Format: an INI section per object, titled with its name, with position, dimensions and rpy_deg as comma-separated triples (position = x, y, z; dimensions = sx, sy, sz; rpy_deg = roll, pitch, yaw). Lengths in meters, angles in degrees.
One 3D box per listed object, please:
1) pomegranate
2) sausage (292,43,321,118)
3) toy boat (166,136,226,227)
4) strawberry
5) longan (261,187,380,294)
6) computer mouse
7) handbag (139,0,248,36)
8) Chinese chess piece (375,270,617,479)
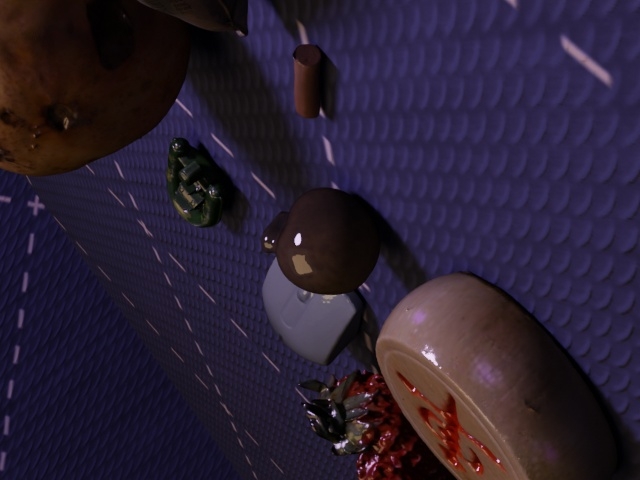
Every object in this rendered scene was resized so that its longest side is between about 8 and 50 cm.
[pomegranate]
position = -0.271, -0.203, 1.601
dimensions = 0.281, 0.281, 0.281
rpy_deg = 48, 166, 17
[sausage]
position = -0.011, -0.140, 1.412
dimensions = 0.026, 0.026, 0.116
rpy_deg = 48, 166, 16
[toy boat]
position = -0.161, -0.068, 2.015
dimensions = 0.104, 0.052, 0.210
rpy_deg = 49, 165, 4
[strawberry]
position = 0.096, 0.244, 1.877
dimensions = 0.286, 0.106, 0.188
rpy_deg = 46, -165, -33
[longan]
position = 0.000, 0.000, 1.548
dimensions = 0.119, 0.106, 0.106
rpy_deg = 9, 147, 21
[computer mouse]
position = -0.014, 0.079, 1.869
dimensions = 0.128, 0.079, 0.231
rpy_deg = 46, 162, 16
[handbag]
position = -0.131, -0.260, 1.272
dimensions = 0.182, 0.117, 0.270
rpy_deg = 49, -179, 6
[Chinese chess piece]
position = 0.156, 0.148, 1.434
dimensions = 0.251, 0.097, 0.251
rpy_deg = 48, 165, 17
